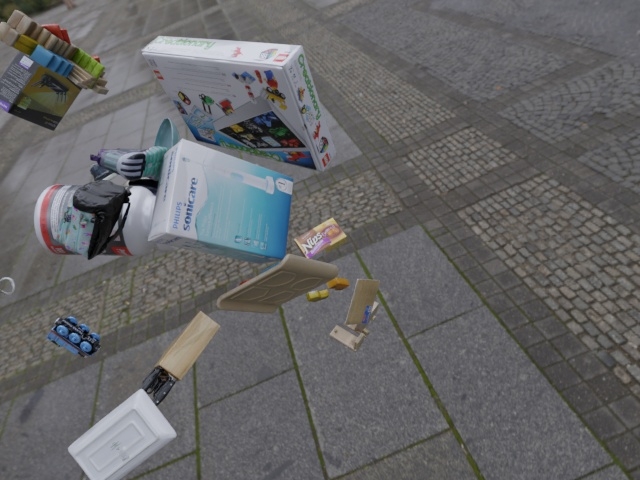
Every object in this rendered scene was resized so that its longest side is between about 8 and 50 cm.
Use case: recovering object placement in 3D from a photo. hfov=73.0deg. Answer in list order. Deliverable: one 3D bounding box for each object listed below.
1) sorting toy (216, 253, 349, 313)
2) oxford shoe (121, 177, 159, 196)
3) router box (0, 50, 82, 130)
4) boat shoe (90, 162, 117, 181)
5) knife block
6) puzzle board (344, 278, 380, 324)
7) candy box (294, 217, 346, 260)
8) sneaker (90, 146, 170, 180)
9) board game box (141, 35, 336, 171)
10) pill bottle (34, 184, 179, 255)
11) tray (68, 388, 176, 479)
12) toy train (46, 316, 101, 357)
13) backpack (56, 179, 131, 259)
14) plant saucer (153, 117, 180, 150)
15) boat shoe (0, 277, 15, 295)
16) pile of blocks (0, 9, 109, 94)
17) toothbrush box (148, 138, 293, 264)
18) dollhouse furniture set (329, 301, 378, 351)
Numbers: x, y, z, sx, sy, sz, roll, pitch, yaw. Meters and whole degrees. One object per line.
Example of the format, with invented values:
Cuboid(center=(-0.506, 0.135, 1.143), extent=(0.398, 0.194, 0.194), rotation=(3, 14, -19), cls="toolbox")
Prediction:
Cuboid(center=(-0.071, 0.111, 1.057), extent=(0.229, 0.307, 0.041), rotation=(-33, 63, 25), cls="sorting toy")
Cuboid(center=(-0.464, -0.131, 1.463), extent=(0.146, 0.397, 0.140), rotation=(-28, 64, 56), cls="oxford shoe")
Cuboid(center=(-0.966, -0.529, 1.503), extent=(0.243, 0.081, 0.309), rotation=(-56, 8, -1), cls="router box")
Cuboid(center=(-0.834, -0.268, 1.664), extent=(0.095, 0.079, 0.254), rotation=(-31, 23, -4), cls="boat shoe")
Cuboid(center=(-0.456, 0.386, 1.374), extent=(0.275, 0.088, 0.242), rotation=(-47, 12, 12), cls="knife block")
Cuboid(center=(0.113, 0.166, 1.170), extent=(0.011, 0.096, 0.128), rotation=(22, 99, 43), cls="puzzle board")
Cuboid(center=(0.000, 0.000, 1.763), extent=(0.187, 0.053, 0.109), rotation=(-29, 64, -12), cls="candy box")
Cuboid(center=(-0.421, -0.188, 0.994), extent=(0.098, 0.083, 0.223), rotation=(18, 9, 4), cls="sneaker")
Cuboid(center=(-0.133, -0.225, 0.706), extent=(0.305, 0.193, 0.053), rotation=(19, 62, 30), cls="board game box")
Cuboid(center=(-0.606, -0.058, 1.277), extent=(0.363, 0.210, 0.210), rotation=(1, 41, -1), cls="pill bottle")
Cuboid(center=(-0.490, 0.494, 1.049), extent=(0.270, 0.145, 0.030), rotation=(-39, -1, 10), cls="tray")
Cuboid(center=(-0.890, 0.357, 1.572), extent=(0.105, 0.184, 0.080), rotation=(-45, 12, 24), cls="toy train")
Cuboid(center=(-0.551, -0.048, 1.042), extent=(0.115, 0.182, 0.152), rotation=(31, 26, -3), cls="backpack")
Cuboid(center=(-0.604, -0.315, 1.687), extent=(0.044, 0.317, 0.317), rotation=(6, 25, -33), cls="plant saucer")
Cuboid(center=(-0.791, 0.107, 0.979), extent=(0.367, 0.156, 0.135), rotation=(22, 90, 46), cls="boat shoe")
Cuboid(center=(-0.728, -0.537, 1.245), extent=(0.149, 0.362, 0.112), rotation=(39, 98, 10), cls="pile of blocks")
Cuboid(center=(-0.225, -0.077, 1.021), extent=(0.126, 0.296, 0.216), rotation=(-13, 68, 50), cls="toothbrush box")
Cuboid(center=(0.125, 0.302, 1.643), extent=(0.123, 0.151, 0.144), rotation=(27, 50, 24), cls="dollhouse furniture set")
